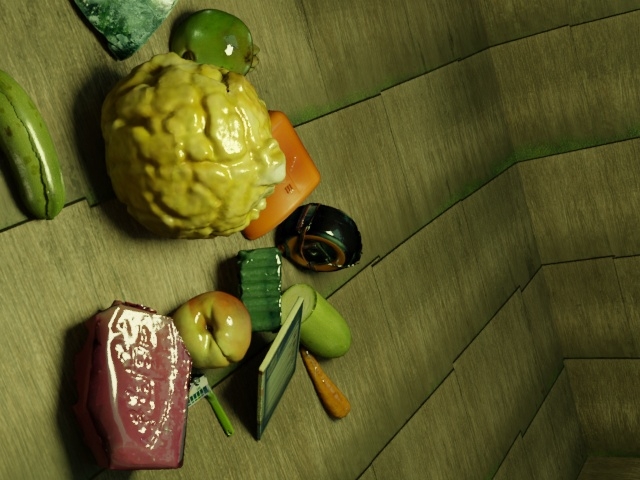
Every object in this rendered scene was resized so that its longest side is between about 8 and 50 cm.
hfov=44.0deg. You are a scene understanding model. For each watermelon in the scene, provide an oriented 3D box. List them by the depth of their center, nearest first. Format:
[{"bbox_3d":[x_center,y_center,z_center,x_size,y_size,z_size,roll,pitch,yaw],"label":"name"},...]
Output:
[{"bbox_3d":[-0.429,-0.566,1.685,0.290,0.213,0.320,26,102,-14],"label":"watermelon"}]

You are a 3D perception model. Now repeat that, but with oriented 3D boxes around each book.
[{"bbox_3d":[-0.100,0.308,1.882,0.322,0.018,0.228,98,17,-48],"label":"book"}]

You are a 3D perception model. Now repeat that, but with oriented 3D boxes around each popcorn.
[{"bbox_3d":[-0.263,-0.176,1.628,0.390,0.344,0.354,27,78,-35],"label":"popcorn"}]

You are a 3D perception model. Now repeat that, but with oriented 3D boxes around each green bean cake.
[{"bbox_3d":[-0.144,0.118,1.879,0.193,0.107,0.208,156,-70,-81],"label":"green bean cake"}]

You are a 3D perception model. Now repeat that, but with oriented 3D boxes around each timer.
[{"bbox_3d":[-0.155,-0.166,1.981,0.250,0.161,0.257,-49,124,-29],"label":"timer"}]

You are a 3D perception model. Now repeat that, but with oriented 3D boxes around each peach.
[{"bbox_3d":[-0.236,0.195,1.732,0.184,0.184,0.184,15,72,-52],"label":"peach"}]

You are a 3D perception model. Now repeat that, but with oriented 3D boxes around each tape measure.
[{"bbox_3d":[0.000,0.000,2.077,0.223,0.202,0.135,48,44,-44],"label":"tape measure"}]

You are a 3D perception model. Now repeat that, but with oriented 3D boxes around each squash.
[{"bbox_3d":[-0.548,-0.199,1.452,0.094,0.094,0.341,-37,112,-51],"label":"squash"},{"bbox_3d":[-0.003,0.227,2.094,0.247,0.132,0.132,47,48,-42],"label":"squash"}]

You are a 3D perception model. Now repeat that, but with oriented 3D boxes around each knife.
[{"bbox_3d":[-0.242,0.377,1.820,0.026,0.022,0.184,-80,148,-66],"label":"knife"}]

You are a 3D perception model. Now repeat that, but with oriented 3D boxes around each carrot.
[{"bbox_3d":[0.011,0.389,2.141,0.256,0.061,0.061,59,41,-23],"label":"carrot"}]

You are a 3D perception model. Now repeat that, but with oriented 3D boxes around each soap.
[{"bbox_3d":[-0.364,0.280,1.545,0.220,0.127,0.324,14,70,-38],"label":"soap"}]

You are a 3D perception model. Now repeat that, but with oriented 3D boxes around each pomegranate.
[{"bbox_3d":[-0.225,-0.441,1.891,0.241,0.159,0.190,41,53,-49],"label":"pomegranate"}]

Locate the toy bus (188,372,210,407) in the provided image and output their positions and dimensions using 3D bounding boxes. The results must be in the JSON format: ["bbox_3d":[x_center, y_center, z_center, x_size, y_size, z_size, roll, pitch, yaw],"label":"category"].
[{"bbox_3d":[-0.292,0.334,1.734,0.102,0.052,0.058,-30,110,-50],"label":"toy bus"}]
